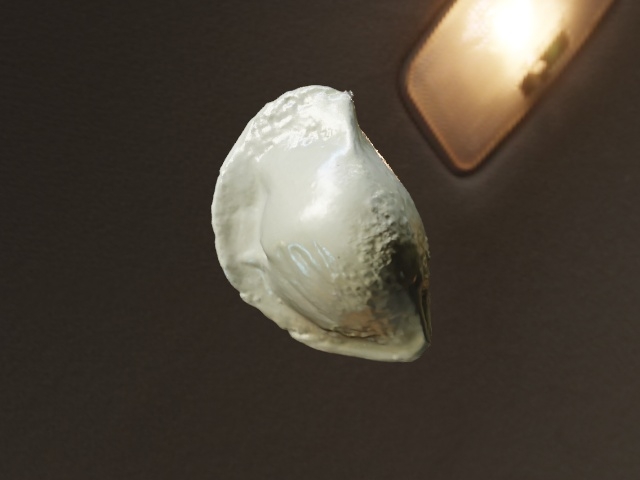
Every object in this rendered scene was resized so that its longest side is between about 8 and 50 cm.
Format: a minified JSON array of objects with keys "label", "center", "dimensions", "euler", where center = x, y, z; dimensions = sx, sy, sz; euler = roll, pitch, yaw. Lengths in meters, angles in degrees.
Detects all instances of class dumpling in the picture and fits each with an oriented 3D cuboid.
[{"label":"dumpling","center":[0.002,0.004,0.886],"dimensions":[0.215,0.167,0.126],"euler":[59,-157,-32]}]
